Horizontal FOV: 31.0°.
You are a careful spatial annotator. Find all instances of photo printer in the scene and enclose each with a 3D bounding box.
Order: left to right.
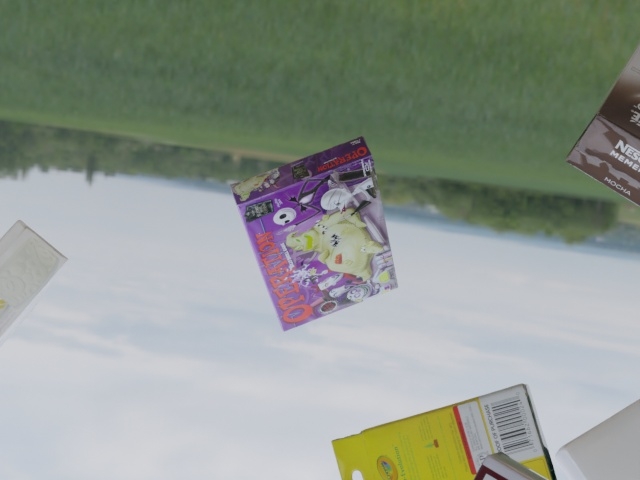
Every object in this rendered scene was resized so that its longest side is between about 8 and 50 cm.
[{"bbox_3d":[0.583,0.423,1.937,0.256,0.308,0.107,-29,155,-8],"label":"photo printer"}]

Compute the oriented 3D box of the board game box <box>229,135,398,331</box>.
[{"bbox_3d":[0.000,0.000,1.759,0.208,0.056,0.347,-18,144,-1],"label":"board game box"}]

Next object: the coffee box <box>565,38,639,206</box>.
[{"bbox_3d":[0.494,-0.194,1.634,0.168,0.297,0.119,32,148,6],"label":"coffee box"}]

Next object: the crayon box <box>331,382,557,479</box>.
[{"bbox_3d":[0.196,0.360,1.789,0.318,0.202,0.081,-17,168,13],"label":"crayon box"}]

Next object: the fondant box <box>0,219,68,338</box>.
[{"bbox_3d":[-0.507,0.125,1.696,0.096,0.238,0.330,40,154,-6],"label":"fondant box"}]

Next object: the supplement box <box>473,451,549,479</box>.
[{"bbox_3d":[0.198,0.378,1.313,0.130,0.240,0.073,29,-176,23],"label":"supplement box"}]
